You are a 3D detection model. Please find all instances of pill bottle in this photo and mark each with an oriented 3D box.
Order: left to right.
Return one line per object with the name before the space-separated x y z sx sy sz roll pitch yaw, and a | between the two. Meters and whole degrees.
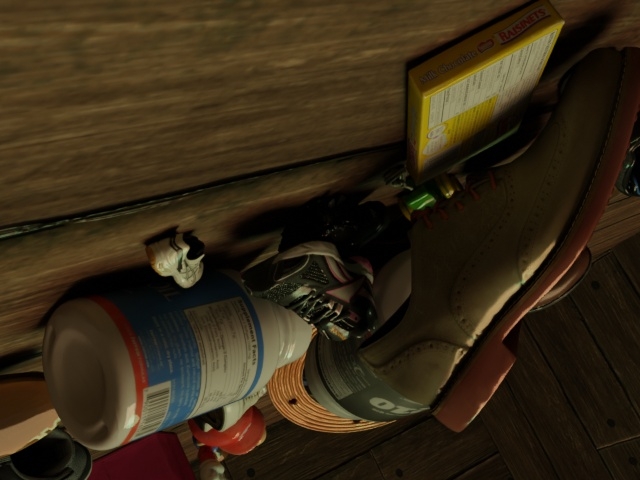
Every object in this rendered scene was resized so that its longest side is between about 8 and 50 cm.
pill bottle | -0.115 0.091 0.681 0.222 0.124 0.124 -11 159 -48
pill bottle | 0.086 0.124 0.902 0.161 0.161 0.283 -21 167 -24

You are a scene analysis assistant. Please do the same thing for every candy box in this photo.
candy box | 0.116 -0.103 0.594 0.105 0.027 0.206 -30 167 -2

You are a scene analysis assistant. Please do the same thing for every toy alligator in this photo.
toy alligator | 0.111 -0.036 0.779 0.056 0.051 0.190 -32 165 20

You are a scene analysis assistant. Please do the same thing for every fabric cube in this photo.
fabric cube | -0.408 0.600 1.721 0.259 0.258 0.254 -25 167 -6

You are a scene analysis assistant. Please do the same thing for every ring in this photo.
ring | 0.074 0.197 1.270 0.337 0.032 0.336 -9 130 -11

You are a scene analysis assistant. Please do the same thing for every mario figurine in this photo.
mario figurine | -0.158 0.355 1.442 0.170 0.198 0.320 -10 167 -13

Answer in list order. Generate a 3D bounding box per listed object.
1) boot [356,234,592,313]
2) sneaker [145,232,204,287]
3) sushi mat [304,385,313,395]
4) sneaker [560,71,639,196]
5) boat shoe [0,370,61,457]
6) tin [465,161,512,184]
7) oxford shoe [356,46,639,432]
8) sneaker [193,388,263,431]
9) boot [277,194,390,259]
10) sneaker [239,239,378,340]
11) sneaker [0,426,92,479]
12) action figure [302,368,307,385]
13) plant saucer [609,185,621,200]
boot | 0.210 0.018 0.998 0.264 0.096 0.280 -12 155 18
sneaker | -0.104 0.015 0.611 0.037 0.031 0.083 -28 167 6
sushi mat | 0.010 0.313 1.604 0.152 0.019 0.317 11 170 -26
sneaker | 0.286 -0.092 0.748 0.079 0.121 0.217 -30 166 17
boat shoe | -0.331 0.163 0.682 0.207 0.073 0.073 -18 -159 -21
tin | 0.204 -0.064 0.771 0.106 0.040 0.189 -14 -176 4
oxford shoe | 0.140 -0.009 0.634 0.348 0.130 0.123 -64 172 15
sneaker | -0.142 0.217 1.175 0.123 0.105 0.290 -33 176 -20
boot | 0.000 0.001 0.727 0.099 0.045 0.121 -9 155 -49
sneaker | 0.006 0.051 0.690 0.072 0.077 0.178 -31 157 30
sneaker | -0.359 0.292 1.005 0.153 0.101 0.269 -29 164 19
action figure | 0.064 0.208 1.494 0.342 0.178 0.330 2 162 9
plant saucer | 0.341 -0.054 1.145 0.311 0.050 0.310 -26 167 -7
